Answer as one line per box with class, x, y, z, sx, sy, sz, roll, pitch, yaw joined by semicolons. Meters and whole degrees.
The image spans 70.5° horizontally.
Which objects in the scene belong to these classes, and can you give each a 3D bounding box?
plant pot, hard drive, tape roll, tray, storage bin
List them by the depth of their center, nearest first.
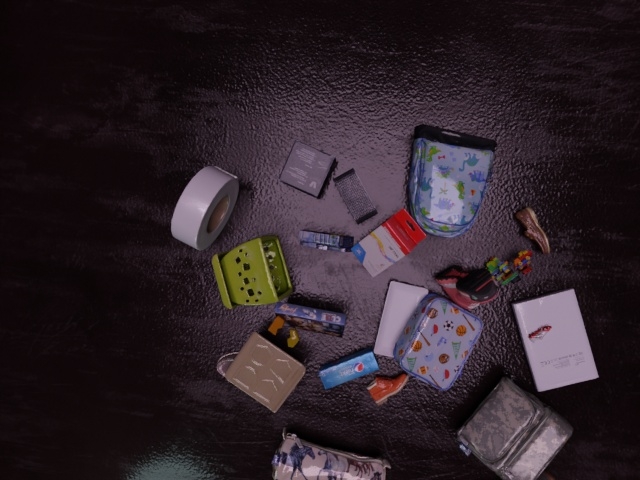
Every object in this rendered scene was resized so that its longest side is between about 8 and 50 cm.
tape roll;-0.394;-0.112;1.567;0.100;0.286;0.286;27;94;5
hard drive;0.821;0.348;1.588;0.210;0.040;0.319;-16;90;6
plant pot;-0.244;0.115;1.594;0.207;0.227;0.228;-15;90;11
storage bin;0.123;-0.153;1.597;0.084;0.122;0.180;-28;89;5
tray;0.289;0.289;1.636;0.145;0.030;0.270;13;93;-3

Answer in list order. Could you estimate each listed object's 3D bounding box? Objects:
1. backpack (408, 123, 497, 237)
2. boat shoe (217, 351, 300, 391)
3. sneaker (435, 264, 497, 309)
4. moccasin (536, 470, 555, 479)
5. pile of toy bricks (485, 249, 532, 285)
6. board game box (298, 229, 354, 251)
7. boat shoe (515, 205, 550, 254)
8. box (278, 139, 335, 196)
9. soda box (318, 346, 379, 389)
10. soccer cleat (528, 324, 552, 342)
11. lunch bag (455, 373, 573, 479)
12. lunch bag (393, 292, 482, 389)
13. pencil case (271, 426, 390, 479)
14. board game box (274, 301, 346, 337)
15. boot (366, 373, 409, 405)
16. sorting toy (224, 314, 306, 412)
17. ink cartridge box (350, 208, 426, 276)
backpack;0.427;-0.186;1.525;0.290;0.273;0.356;13;106;-1
boat shoe;-0.232;0.489;1.663;0.324;0.097;0.117;12;94;5
sneaker;0.500;0.168;1.489;0.116;0.314;0.136;-32;99;-4
moccasin;0.742;0.975;1.568;0.147;0.139;0.380;7;94;-21
pile of toy bricks;0.623;0.101;1.576;0.212;0.118;0.105;-36;50;0
board game box;0.000;0.000;1.602;0.194;0.194;0.060;8;92;19
boat shoe;0.739;-0.029;1.577;0.060;0.064;0.178;-25;83;11
box;-0.046;-0.253;1.624;0.156;0.093;0.158;25;93;4
soda box;0.103;0.463;1.646;0.210;0.067;0.071;-22;90;6
soccer cleat;0.761;0.322;1.559;0.083;0.029;0.036;-32;98;9
lunch bag;0.646;0.647;1.540;0.256;0.212;0.305;39;94;20
lunch bag;0.411;0.358;1.579;0.243;0.115;0.303;29;91;-9
pencil case;0.033;0.813;1.617;0.410;0.160;0.184;12;107;5
board game box;-0.035;0.282;1.605;0.243;0.165;0.042;10;64;5
boot;0.244;0.520;1.641;0.158;0.059;0.085;-38;83;6
sorting toy;-0.167;0.420;1.574;0.229;0.041;0.307;36;102;3
ink cartridge box;0.233;0.009;1.563;0.134;0.078;0.231;51;127;2
